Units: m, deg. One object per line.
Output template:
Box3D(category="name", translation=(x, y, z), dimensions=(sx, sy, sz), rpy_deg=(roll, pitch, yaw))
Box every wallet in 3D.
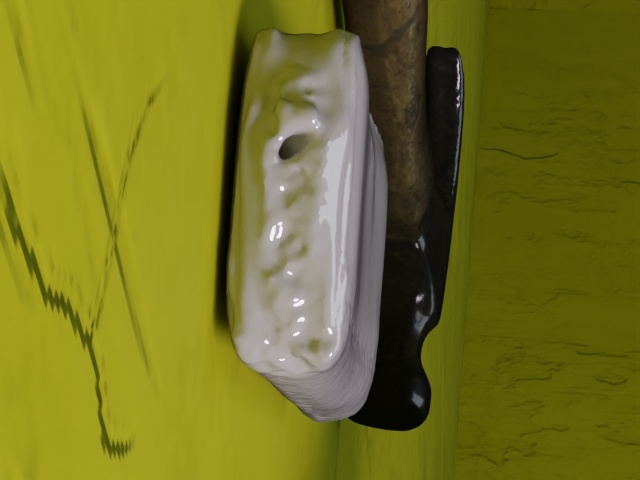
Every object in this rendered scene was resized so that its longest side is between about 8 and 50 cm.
Box3D(category="wallet", translation=(0.000, 0.000, 0.544), dimensions=(0.190, 0.033, 0.095), rpy_deg=(66, 27, -78))

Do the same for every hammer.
Box3D(category="hammer", translation=(0.026, -0.095, 0.684), dimensions=(0.440, 0.044, 0.168), rpy_deg=(84, 12, -60))
